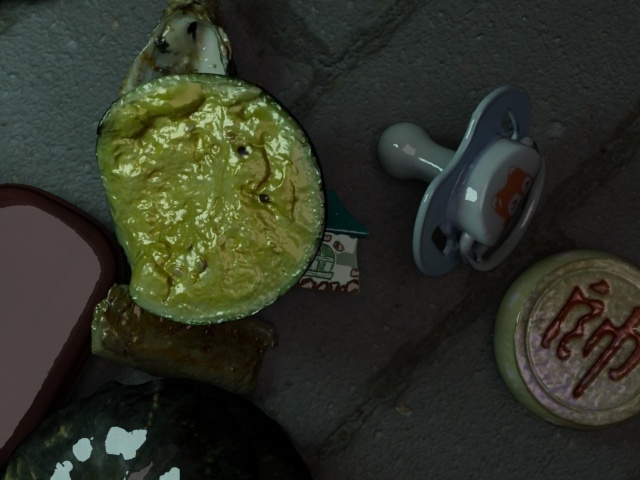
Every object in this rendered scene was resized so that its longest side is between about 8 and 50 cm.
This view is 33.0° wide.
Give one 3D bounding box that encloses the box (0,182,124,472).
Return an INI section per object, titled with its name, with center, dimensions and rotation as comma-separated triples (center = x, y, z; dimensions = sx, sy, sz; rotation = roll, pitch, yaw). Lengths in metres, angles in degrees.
[box]
center = -0.447, 0.124, 1.502
dimensions = 0.263, 0.108, 0.404
rotation = 29, 86, -7

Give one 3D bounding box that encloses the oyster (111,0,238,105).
[oyster]
center = -0.219, -0.223, 1.552
dimensions = 0.166, 0.094, 0.294
rotation = 43, 102, -8

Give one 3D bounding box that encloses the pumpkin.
[pumpkin]
center = -0.213, 0.392, 1.392
dimensions = 0.454, 0.344, 0.455
rotation = -5, 63, 10

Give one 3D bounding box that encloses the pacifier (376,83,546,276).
[pacifier]
center = 0.186, -0.097, 1.561
dimensions = 0.233, 0.244, 0.299
rotation = 29, 80, 25

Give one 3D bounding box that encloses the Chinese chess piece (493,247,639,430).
[Chinese chess piece]
center = 0.391, 0.146, 1.601
dimensions = 0.269, 0.112, 0.270
rotation = 0, 88, -7

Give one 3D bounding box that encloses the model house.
[model house]
center = 0.000, 0.000, 1.563
dimensions = 0.127, 0.100, 0.149
rotation = 6, 87, -7

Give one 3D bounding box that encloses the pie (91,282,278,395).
[pie]
center = -0.188, 0.139, 1.524
dimensions = 0.282, 0.068, 0.129
rotation = 19, 86, -29

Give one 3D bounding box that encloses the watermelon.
[watermelon]
center = -0.140, -0.063, 1.454
dimensions = 0.330, 0.189, 0.331
rotation = 1, 98, 4
